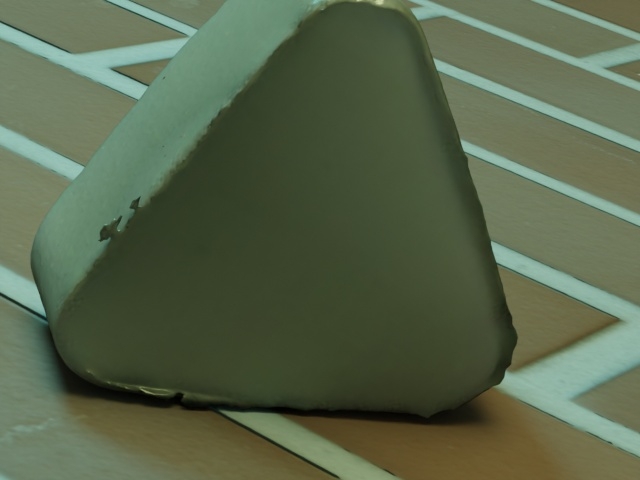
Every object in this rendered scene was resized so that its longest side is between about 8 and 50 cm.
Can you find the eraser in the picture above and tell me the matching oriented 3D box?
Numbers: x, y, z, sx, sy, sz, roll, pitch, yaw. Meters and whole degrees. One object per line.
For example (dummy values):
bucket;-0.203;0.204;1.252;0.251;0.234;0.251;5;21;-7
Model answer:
eraser;0.000;0.000;1.390;0.331;0.331;0.150;6;20;-17
